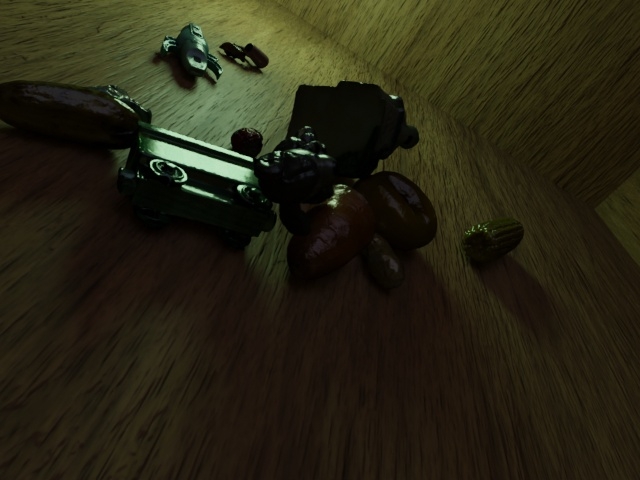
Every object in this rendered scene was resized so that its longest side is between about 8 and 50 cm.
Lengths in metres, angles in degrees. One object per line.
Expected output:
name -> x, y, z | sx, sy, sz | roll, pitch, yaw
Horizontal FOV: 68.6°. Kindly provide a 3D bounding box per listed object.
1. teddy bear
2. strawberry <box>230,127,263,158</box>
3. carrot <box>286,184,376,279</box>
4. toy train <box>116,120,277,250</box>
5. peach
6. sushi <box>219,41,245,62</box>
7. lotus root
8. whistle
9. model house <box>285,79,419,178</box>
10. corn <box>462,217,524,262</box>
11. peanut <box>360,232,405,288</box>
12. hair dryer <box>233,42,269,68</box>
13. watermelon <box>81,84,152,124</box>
teddy bear -> -0.031, -0.108, 0.888 | 0.144, 0.171, 0.251 | -11, 23, 7
strawberry -> -0.187, -0.245, 1.175 | 0.083, 0.083, 0.097 | -2, 18, -45
carrot -> 0.000, 0.000, 0.967 | 0.159, 0.159, 0.225 | 40, 42, 7
toy train -> -0.229, -0.101, 0.891 | 0.301, 0.120, 0.202 | 14, 33, -31
peach -> 0.196, -0.078, 1.247 | 0.252, 0.153, 0.251 | 19, 33, -13
sushi -> -0.311, -0.670, 1.665 | 0.099, 0.047, 0.050 | 33, 16, -9
lotus root -> -0.453, -0.234, 0.860 | 0.259, 0.110, 0.097 | 8, 42, -39
whistle -> -0.387, -0.575, 1.422 | 0.186, 0.093, 0.273 | 14, 40, -32
model house -> 0.107, -0.300, 1.321 | 0.299, 0.243, 0.284 | 21, 14, 34
corn -> 0.570, -0.006, 1.526 | 0.345, 0.131, 0.131 | -11, 54, -51
peanut -> 0.136, 0.040, 1.094 | 0.080, 0.080, 0.174 | 10, 35, -35
hair dryer -> -0.272, -0.696, 1.732 | 0.154, 0.053, 0.106 | 31, 2, 31
watermelon -> -0.456, -0.301, 0.998 | 0.187, 0.071, 0.139 | 8, 36, -37
